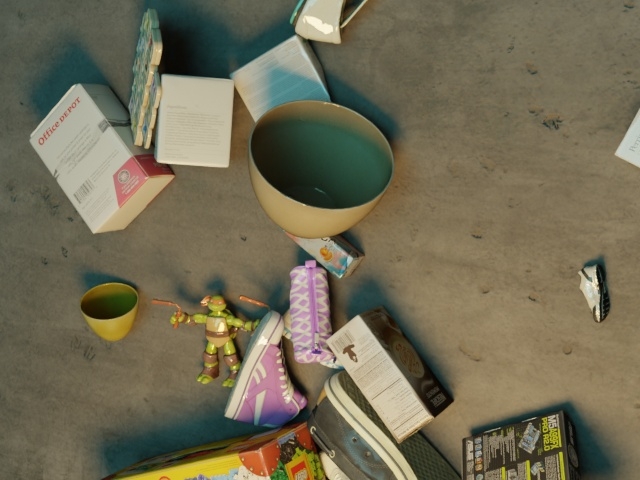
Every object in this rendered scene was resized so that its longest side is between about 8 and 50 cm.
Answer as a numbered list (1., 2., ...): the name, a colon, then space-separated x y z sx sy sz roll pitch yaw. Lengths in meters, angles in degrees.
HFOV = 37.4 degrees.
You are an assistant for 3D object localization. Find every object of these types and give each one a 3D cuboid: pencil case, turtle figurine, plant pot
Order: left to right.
1. plant pot: -0.484 0.176 2.194 0.134 0.134 0.095 18 130 23
2. turtle figurine: -0.235 0.206 2.086 0.270 0.087 0.217 2 107 10
3. pencil case: -0.020 0.152 1.934 0.086 0.088 0.206 -6 68 0
4. plant pot: -0.015 -0.112 1.875 0.284 0.284 0.191 41 144 17

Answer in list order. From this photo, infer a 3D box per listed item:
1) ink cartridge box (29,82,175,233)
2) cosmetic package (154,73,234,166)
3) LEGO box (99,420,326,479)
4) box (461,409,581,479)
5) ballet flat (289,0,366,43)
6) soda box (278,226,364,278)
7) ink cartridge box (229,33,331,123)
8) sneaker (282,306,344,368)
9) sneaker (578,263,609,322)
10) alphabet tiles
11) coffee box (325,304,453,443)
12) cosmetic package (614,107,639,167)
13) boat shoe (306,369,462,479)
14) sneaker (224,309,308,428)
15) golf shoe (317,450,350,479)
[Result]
1. ink cartridge box: -0.500 -0.190 2.158 0.207 0.117 0.283 -42 78 23
2. cosmetic package: -0.268 -0.254 1.991 0.152 0.151 0.183 3 99 -12
3. LEGO box: -0.210 0.633 2.033 0.500 0.193 0.372 -20 87 32
4. box: 0.368 0.461 1.737 0.216 0.270 0.060 -23 126 25
5. ballet flat: 0.077 -0.566 1.850 0.139 0.139 0.400 36 113 18
6. soda box: 0.000 0.000 1.966 0.183 0.063 0.058 40 110 17
7. ink cartridge box: -0.062 -0.295 1.985 0.181 0.056 0.224 -25 101 26
8. sneaker: -0.005 0.198 1.988 0.191 0.071 0.083 33 103 19
9. sneaker: 0.506 0.099 1.751 0.044 0.040 0.109 -8 88 43
10. alphabet tiles: -0.377 -0.346 2.023 0.284 0.021 0.278 113 151 -44
11. coffee box: 0.139 0.262 1.884 0.098 0.141 0.246 -41 79 22
12. cosmetic package: 0.716 -0.245 1.580 0.284 0.097 0.377 32 108 23
13. boat shoe: 0.155 0.486 1.879 0.500 0.187 0.156 48 112 21
14. sneaker: -0.089 0.279 2.003 0.161 0.102 0.282 19 120 -4
15. golf shoe: 0.055 0.500 1.980 0.176 0.086 0.069 27 108 23
